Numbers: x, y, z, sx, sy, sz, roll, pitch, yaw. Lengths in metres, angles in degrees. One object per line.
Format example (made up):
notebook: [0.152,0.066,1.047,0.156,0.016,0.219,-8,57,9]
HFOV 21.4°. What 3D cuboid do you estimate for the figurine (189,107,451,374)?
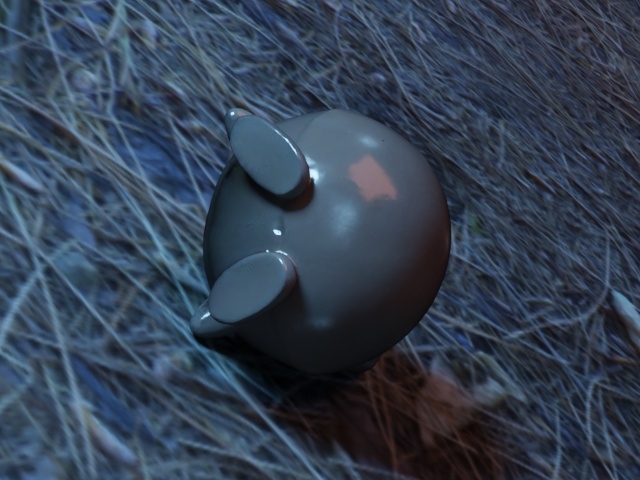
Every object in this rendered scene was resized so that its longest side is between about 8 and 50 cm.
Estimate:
figurine: [0.000,0.000,0.786,0.125,0.125,0.138,52,15,20]
